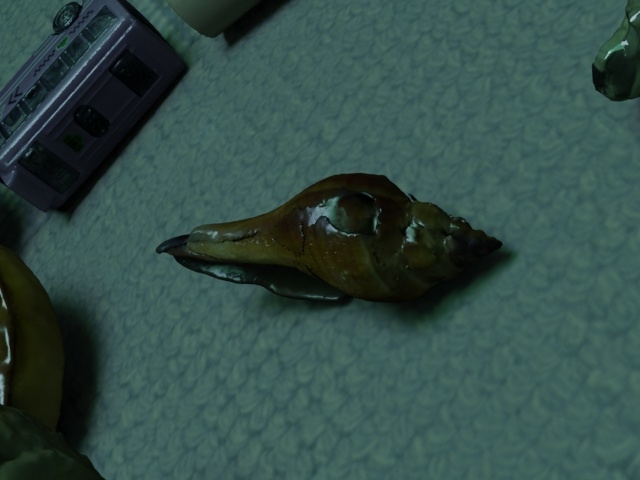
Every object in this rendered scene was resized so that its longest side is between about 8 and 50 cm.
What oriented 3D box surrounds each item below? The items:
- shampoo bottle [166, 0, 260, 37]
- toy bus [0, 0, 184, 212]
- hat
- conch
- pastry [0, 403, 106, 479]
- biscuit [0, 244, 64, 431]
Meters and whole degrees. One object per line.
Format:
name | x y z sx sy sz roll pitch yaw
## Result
shampoo bottle | -0.023 -0.281 1.107 0.257 0.078 0.127 -42 31 19
toy bus | -0.219 -0.121 1.187 0.199 0.096 0.108 -48 40 3
hat | 0.225 -0.149 0.734 0.166 0.081 0.122 -57 -7 -30
conch | 0.005 -0.003 0.834 0.232 0.086 0.080 3 63 48
pastry | -0.249 0.220 0.749 0.330 0.329 0.136 -50 62 6
biscuit | -0.315 0.135 1.046 0.296 0.102 0.296 -15 64 33
